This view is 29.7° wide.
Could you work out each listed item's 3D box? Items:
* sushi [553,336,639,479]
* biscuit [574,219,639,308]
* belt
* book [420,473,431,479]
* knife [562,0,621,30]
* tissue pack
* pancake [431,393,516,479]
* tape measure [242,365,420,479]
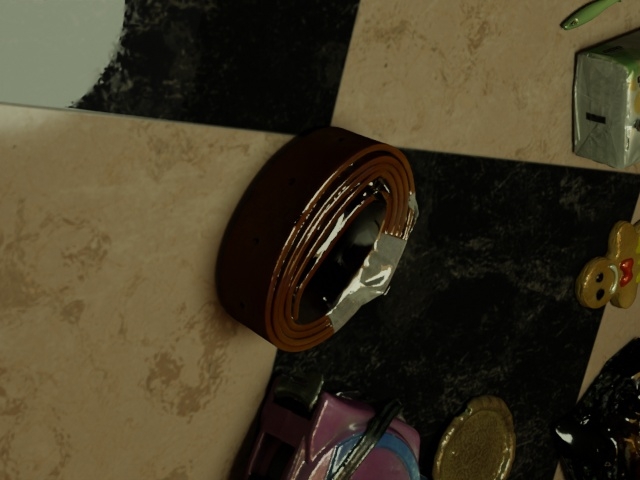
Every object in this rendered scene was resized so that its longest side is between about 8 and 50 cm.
[{"bbox_3d":[0.536,0.331,1.937,0.227,0.212,0.215,-40,130,-23],"label":"sushi"},{"bbox_3d":[0.487,0.033,1.884,0.240,0.035,0.158,-31,124,-28],"label":"biscuit"},{"bbox_3d":[0.000,0.000,1.386,0.261,0.105,0.184,-55,136,-9],"label":"belt"},{"bbox_3d":[0.127,0.461,1.766,0.322,0.018,0.228,36,83,-45],"label":"book"},{"bbox_3d":[0.400,-0.336,1.656,0.207,0.014,0.030,-33,128,-29],"label":"knife"},{"bbox_3d":[0.484,-0.205,1.695,0.229,0.145,0.159,-23,122,-33],"label":"tissue pack"},{"bbox_3d":[0.230,0.319,1.779,0.199,0.021,0.199,-16,112,-43],"label":"pancake"},{"bbox_3d":[0.014,0.295,1.509,0.231,0.149,0.245,28,82,-42],"label":"tape measure"}]
